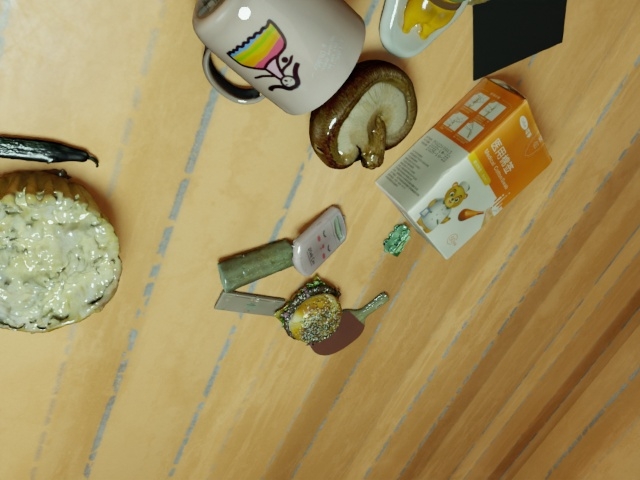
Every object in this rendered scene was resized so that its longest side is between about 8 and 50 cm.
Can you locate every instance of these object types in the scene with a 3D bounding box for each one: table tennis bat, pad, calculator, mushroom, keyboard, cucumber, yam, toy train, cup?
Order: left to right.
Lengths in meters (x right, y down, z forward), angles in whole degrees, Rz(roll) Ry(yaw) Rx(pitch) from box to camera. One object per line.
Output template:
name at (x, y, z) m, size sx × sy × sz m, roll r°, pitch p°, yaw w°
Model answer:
cucumber at (-0.433, -0.136, 0.829) m, size 0.163 × 0.039 × 0.043 m, roll 1°, pitch 143°, yaw -29°
keyboard at (-0.160, 0.143, 1.212) m, size 0.166 × 0.017 × 0.055 m, roll 14°, pitch 120°, yaw -36°
yam at (-0.138, 0.051, 1.123) m, size 0.169 × 0.068 × 0.068 m, roll -22°, pitch 132°, yaw -26°
cup at (-0.091, -0.313, 0.815) m, size 0.253 × 0.191 × 0.200 m, roll -26°, pitch 139°, yaw 37°
calculator at (0.000, 0.000, 1.149) m, size 0.175 × 0.032 × 0.100 m, roll -44°, pitch 138°, yaw -29°
table tennis bat at (0.079, 0.221, 1.409) m, size 0.246 × 0.022 × 0.138 m, roll -37°, pitch 134°, yaw 2°
mushroom at (0.072, -0.238, 0.992) m, size 0.231 × 0.138 × 0.194 m, roll -20°, pitch 118°, yaw -31°
toy train at (0.190, -0.002, 1.294) m, size 0.053 × 0.033 × 0.083 m, roll 22°, pitch 110°, yaw -45°
pad at (0.419, -0.455, 1.104) m, size 0.245 × 0.006 × 0.170 m, roll -26°, pitch 132°, yaw -11°

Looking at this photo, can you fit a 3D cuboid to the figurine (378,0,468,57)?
figurine at (0.210, -0.412, 0.902) m, size 0.166 × 0.141 × 0.250 m, roll 7°, pitch 125°, yaw -24°

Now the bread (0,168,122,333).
bread at (-0.461, 0.020, 0.856) m, size 0.274 × 0.149 × 0.274 m, roll -11°, pitch 125°, yaw -16°

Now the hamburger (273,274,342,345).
hamburger at (-0.012, 0.180, 1.265) m, size 0.164 × 0.093 × 0.189 m, roll -49°, pitch 139°, yaw 5°

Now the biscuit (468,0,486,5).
biscuit at (0.295, -0.536, 0.954) m, size 0.220 × 0.033 × 0.220 m, roll -14°, pitch 129°, yaw -18°

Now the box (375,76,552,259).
box at (0.327, -0.157, 1.184) m, size 0.341 × 0.143 × 0.225 m, roll -44°, pitch 133°, yaw 4°
